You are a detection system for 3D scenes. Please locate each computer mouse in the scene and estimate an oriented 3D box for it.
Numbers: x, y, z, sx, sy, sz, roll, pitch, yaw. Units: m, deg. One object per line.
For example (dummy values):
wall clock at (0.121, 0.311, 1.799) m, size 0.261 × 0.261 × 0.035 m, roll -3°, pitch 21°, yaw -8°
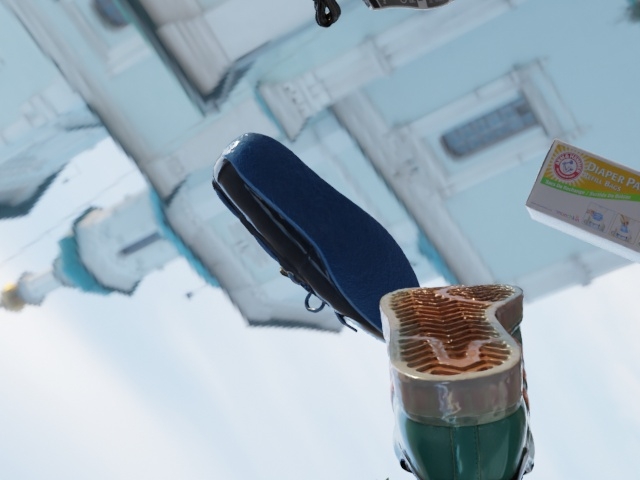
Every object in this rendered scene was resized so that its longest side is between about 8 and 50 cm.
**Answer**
computer mouse at (0.073, -0.295, 1.375) m, size 0.042 × 0.192 × 0.106 m, roll -60°, pitch -37°, yaw -43°

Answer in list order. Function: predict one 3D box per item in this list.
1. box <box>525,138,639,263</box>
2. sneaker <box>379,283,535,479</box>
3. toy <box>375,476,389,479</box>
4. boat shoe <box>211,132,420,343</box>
box at (0.397, -0.047, 1.664) m, size 0.103 × 0.203 × 0.114 m, roll -65°, pitch -18°, yaw -2°
sneaker at (0.094, 0.107, 0.846) m, size 0.302 × 0.108 × 0.121 m, roll -53°, pitch -40°, yaw -76°
toy at (0.110, 0.267, 0.839) m, size 0.237 × 0.056 × 0.137 m, roll 46°, pitch 170°, yaw 12°
boat shoe at (0.000, 0.000, 1.197) m, size 0.258 × 0.089 × 0.109 m, roll 51°, pitch -125°, yaw -2°
